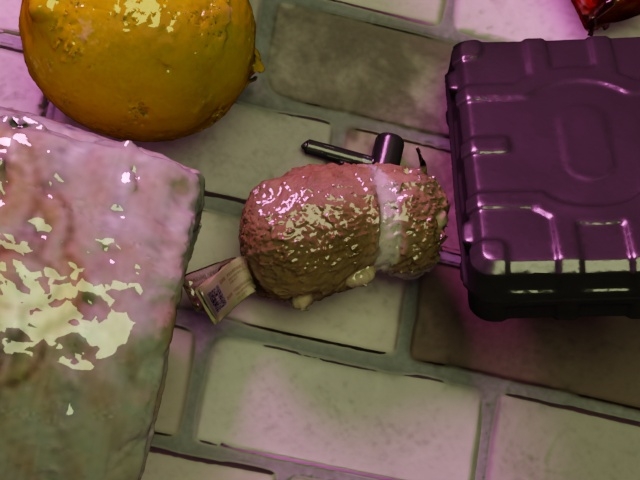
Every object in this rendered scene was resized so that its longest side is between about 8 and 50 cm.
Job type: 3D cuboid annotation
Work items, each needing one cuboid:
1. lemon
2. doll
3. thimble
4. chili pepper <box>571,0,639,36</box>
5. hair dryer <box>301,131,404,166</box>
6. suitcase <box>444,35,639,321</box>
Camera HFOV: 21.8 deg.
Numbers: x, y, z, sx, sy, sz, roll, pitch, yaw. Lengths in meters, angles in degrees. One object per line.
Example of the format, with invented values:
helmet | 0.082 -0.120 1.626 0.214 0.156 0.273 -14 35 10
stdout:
lemon | -0.137 -0.160 1.288 0.206 0.173 0.174 12 68 -22
doll | -0.005 -0.003 1.299 0.221 0.105 0.115 -17 118 -10
thimble | -0.193 0.053 1.139 0.195 0.291 0.292 15 69 -9
chili pepper | 0.241 -0.307 1.460 0.144 0.136 0.253 -31 70 7
hair dryer | 0.025 -0.070 1.373 0.083 0.026 0.047 13 67 0
suitcase | 0.205 -0.056 1.305 0.206 0.066 0.286 -2 44 1
